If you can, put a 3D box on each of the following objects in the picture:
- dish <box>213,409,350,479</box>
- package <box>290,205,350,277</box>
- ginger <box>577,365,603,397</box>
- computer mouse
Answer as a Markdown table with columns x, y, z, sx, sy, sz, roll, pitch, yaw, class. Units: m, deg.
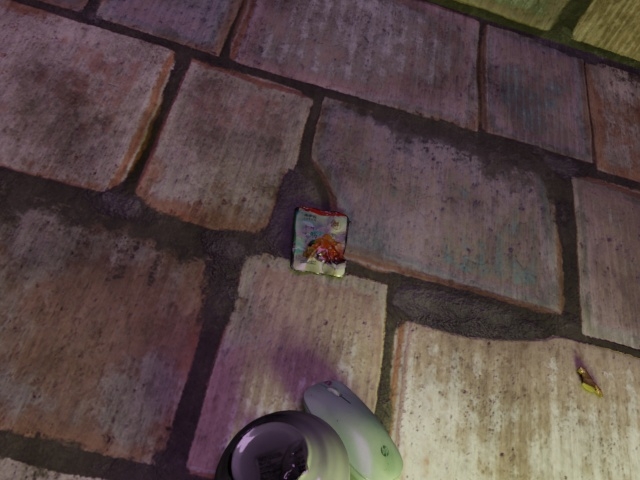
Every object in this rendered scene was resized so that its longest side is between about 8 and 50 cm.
| x | y | z | sx | sy | sz | roll | pitch | yaw | class |
| --- | --- | --- | --- | --- | --- | --- | --- | --- | --- |
| -0.097 | 0.477 | 1.482 | 0.316 | 0.106 | 0.316 | -9 | 44 | 9 | dish |
| 0.000 | 0.000 | 1.960 | 0.166 | 0.040 | 0.232 | 12 | 53 | -8 | package |
| 0.731 | 0.391 | 1.919 | 0.048 | 0.030 | 0.097 | -6 | 57 | -53 | ginger |
| 0.081 | 0.438 | 1.625 | 0.159 | 0.097 | 0.288 | -10 | 57 | -43 | computer mouse |
